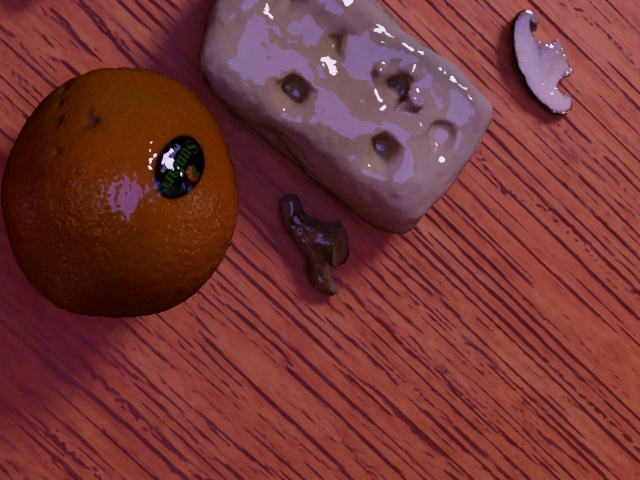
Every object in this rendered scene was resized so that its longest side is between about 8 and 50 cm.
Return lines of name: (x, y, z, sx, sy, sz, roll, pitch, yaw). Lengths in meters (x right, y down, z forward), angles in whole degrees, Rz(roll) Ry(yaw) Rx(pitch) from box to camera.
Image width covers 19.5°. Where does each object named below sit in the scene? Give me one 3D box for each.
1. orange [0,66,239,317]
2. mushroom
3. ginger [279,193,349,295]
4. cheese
orange: (-0.161, -0.039, 1.508, 0.206, 0.206, 0.206, 0, 91, -10)
mushroom: (0.195, -0.156, 1.655, 0.049, 0.019, 0.101, -24, 97, -8)
ginger: (0.001, 0.000, 1.616, 0.048, 0.030, 0.097, -26, 97, -7)
cheese: (0.016, -0.135, 1.587, 0.263, 0.093, 0.159, 38, 83, -8)
